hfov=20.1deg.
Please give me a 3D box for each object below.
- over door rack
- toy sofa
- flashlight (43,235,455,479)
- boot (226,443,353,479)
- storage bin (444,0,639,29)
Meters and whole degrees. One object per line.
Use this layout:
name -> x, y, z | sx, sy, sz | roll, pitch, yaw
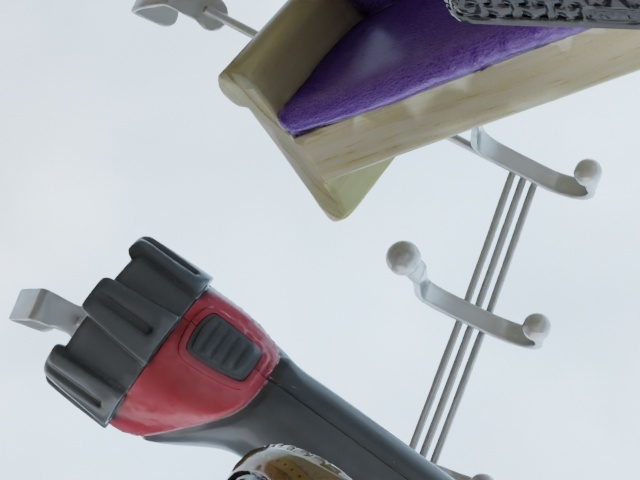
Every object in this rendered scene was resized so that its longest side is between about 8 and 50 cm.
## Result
over door rack -> 0.000, 0.000, 1.122 | 0.108, 0.324, 0.239 | 146, -34, -75
toy sofa -> 0.109, -0.156, 0.991 | 0.362, 0.177, 0.150 | -18, -153, 42
flashlight -> -0.001, 0.124, 0.971 | 0.103, 0.304, 0.103 | -53, 180, 13
boot -> -0.031, 0.177, 0.604 | 0.207, 0.090, 0.248 | -54, -165, -12
storage bin -> 0.122, -0.181, 0.774 | 0.122, 0.084, 0.180 | 7, -127, 34
